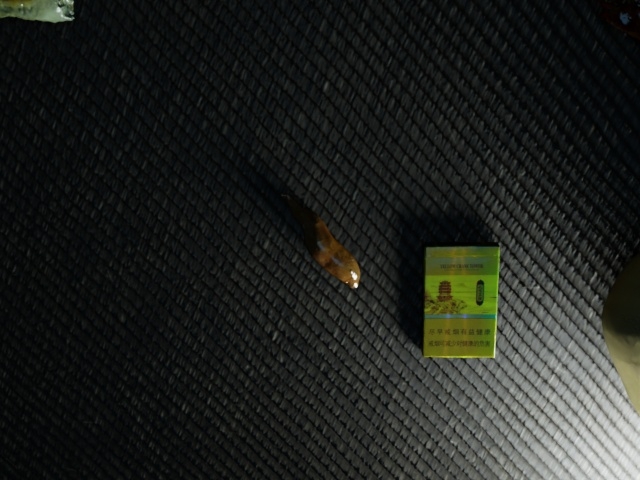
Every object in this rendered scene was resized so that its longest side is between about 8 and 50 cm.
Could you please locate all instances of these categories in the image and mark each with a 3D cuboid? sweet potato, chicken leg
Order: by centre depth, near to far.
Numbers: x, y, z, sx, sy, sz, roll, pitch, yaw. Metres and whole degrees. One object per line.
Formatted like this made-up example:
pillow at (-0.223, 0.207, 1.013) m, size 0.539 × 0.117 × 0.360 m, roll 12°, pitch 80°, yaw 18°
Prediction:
chicken leg at (0.503, -0.292, 0.937) m, size 0.105 × 0.063 × 0.234 m, roll -40°, pitch 97°, yaw 7°
sweet potato at (0.000, 0.000, 1.043) m, size 0.056 × 0.056 × 0.195 m, roll -35°, pitch 96°, yaw 11°

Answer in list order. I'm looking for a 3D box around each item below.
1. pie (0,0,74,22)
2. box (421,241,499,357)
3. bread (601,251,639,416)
pie at (-0.441, -0.470, 0.942) m, size 0.302 × 0.067 × 0.303 m, roll 1°, pitch 103°, yaw 3°
box at (0.228, 0.099, 1.065) m, size 0.121 × 0.030 × 0.193 m, roll 0°, pitch 103°, yaw 3°
bread at (0.616, 0.157, 0.943) m, size 0.347 × 0.253 × 0.376 m, roll -29°, pitch 99°, yaw 15°
